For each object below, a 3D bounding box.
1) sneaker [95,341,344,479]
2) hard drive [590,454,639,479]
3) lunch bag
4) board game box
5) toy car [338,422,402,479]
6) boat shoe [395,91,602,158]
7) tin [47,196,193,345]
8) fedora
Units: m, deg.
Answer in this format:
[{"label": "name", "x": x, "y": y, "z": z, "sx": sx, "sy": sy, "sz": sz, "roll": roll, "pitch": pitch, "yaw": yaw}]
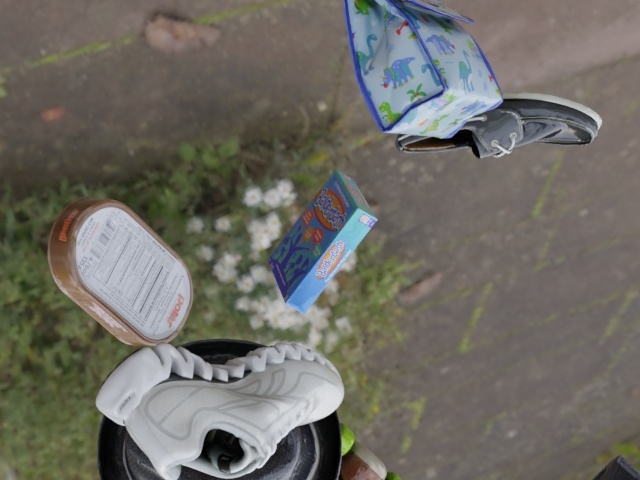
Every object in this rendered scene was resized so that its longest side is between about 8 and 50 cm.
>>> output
[{"label": "sneaker", "x": -0.074, "y": 0.168, "z": 1.245, "sx": 0.292, "sy": 0.118, "sz": 0.110, "roll": 2, "pitch": 130, "yaw": -50}, {"label": "hard drive", "x": 0.284, "y": 0.355, "z": 1.322, "sx": 0.054, "sy": 0.172, "sz": 0.254, "roll": -21, "pitch": 147, "yaw": -48}, {"label": "lunch bag", "x": 0.088, "y": -0.179, "z": 1.230, "sx": 0.096, "sy": 0.151, "sz": 0.129, "roll": -34, "pitch": 162, "yaw": 27}, {"label": "board game box", "x": 0.000, "y": 0.000, "z": 2.269, "sx": 0.047, "sy": 0.160, "sz": 0.210, "roll": 30, "pitch": 106, "yaw": -26}, {"label": "toy car", "x": 0.005, "y": 0.389, "z": 2.049, "sx": 0.188, "sy": 0.149, "sz": 0.155, "roll": -48, "pitch": 113, "yaw": -10}, {"label": "boat shoe", "x": 0.201, "y": -0.125, "z": 1.507, "sx": 0.233, "sy": 0.079, "sz": 0.084, "roll": 5, "pitch": 158, "yaw": 11}, {"label": "tin", "x": -0.198, "y": 0.034, "z": 1.334, "sx": 0.189, "sy": 0.040, "sz": 0.106, "roll": 47, "pitch": 61, "yaw": -42}, {"label": "fedora", "x": -0.138, "y": 0.266, "z": 1.744, "sx": 0.334, "sy": 0.334, "sz": 0.152, "roll": -23, "pitch": 165, "yaw": -6}]
